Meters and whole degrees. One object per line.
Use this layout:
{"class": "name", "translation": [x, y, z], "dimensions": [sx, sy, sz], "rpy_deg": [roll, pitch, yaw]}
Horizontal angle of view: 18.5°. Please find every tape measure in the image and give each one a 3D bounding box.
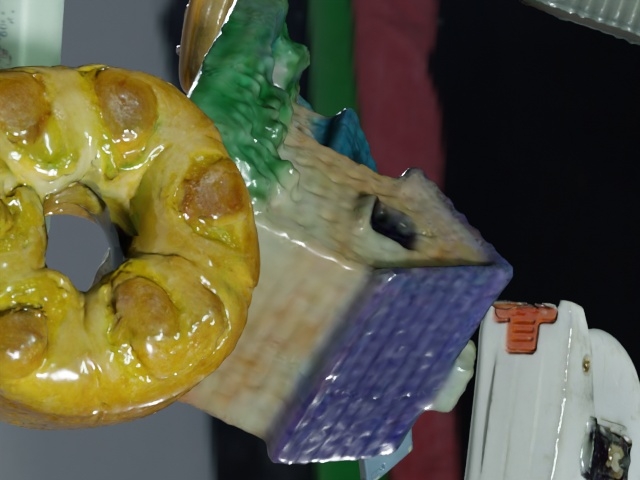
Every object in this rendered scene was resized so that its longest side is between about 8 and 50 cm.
{"class": "tape measure", "translation": [0.253, 0.208, 2.077], "dimensions": [0.130, 0.265, 0.258], "rpy_deg": [-2, -105, 34]}

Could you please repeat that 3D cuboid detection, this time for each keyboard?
{"class": "keyboard", "translation": [0.050, 0.141, 1.609], "dimensions": [0.014, 0.055, 0.176], "rpy_deg": [43, -22, 29]}

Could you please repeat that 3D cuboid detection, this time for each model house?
{"class": "model house", "translation": [0.000, 0.000, 1.473], "dimensions": [0.245, 0.280, 0.312], "rpy_deg": [-60, -173, 30]}

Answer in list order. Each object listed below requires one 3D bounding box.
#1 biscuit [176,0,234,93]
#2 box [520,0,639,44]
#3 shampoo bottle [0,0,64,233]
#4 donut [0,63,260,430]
{"class": "biscuit", "translation": [-0.097, -0.218, 1.787], "dimensions": [0.170, 0.050, 0.170], "rpy_deg": [14, 90, -86]}
{"class": "box", "translation": [0.316, -0.256, 1.738], "dimensions": [0.178, 0.274, 0.138], "rpy_deg": [-69, 165, 5]}
{"class": "shampoo bottle", "translation": [-0.244, -0.169, 1.409], "dimensions": [0.134, 0.078, 0.359], "rpy_deg": [30, -51, 29]}
{"class": "donut", "translation": [-0.143, 0.004, 1.163], "dimensions": [0.114, 0.227, 0.226], "rpy_deg": [127, -39, -60]}
